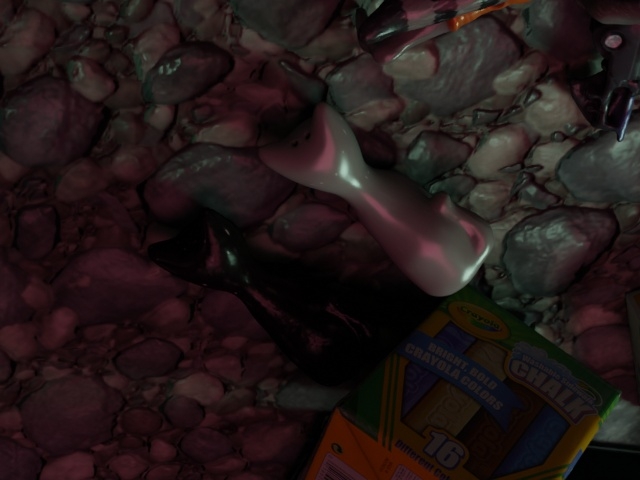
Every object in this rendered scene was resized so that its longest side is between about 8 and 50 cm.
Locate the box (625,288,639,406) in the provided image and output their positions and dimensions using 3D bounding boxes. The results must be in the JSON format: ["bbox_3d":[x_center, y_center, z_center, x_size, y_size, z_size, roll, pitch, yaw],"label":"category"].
[{"bbox_3d":[0.384,0.134,1.095,0.114,0.103,0.203,-18,133,3],"label":"box"}]

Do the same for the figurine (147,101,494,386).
[{"bbox_3d":[0.000,0.000,0.900,0.209,0.092,0.215,35,116,-31],"label":"figurine"}]

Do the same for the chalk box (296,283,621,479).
[{"bbox_3d":[0.133,0.178,0.983,0.289,0.179,0.180,-36,156,-45],"label":"chalk box"}]

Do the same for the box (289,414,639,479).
[{"bbox_3d":[0.156,0.474,1.227,0.480,0.297,0.472,9,131,-21],"label":"box"}]

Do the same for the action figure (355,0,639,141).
[{"bbox_3d":[0.187,-0.169,0.731,0.330,0.178,0.341,-4,132,3],"label":"action figure"}]
